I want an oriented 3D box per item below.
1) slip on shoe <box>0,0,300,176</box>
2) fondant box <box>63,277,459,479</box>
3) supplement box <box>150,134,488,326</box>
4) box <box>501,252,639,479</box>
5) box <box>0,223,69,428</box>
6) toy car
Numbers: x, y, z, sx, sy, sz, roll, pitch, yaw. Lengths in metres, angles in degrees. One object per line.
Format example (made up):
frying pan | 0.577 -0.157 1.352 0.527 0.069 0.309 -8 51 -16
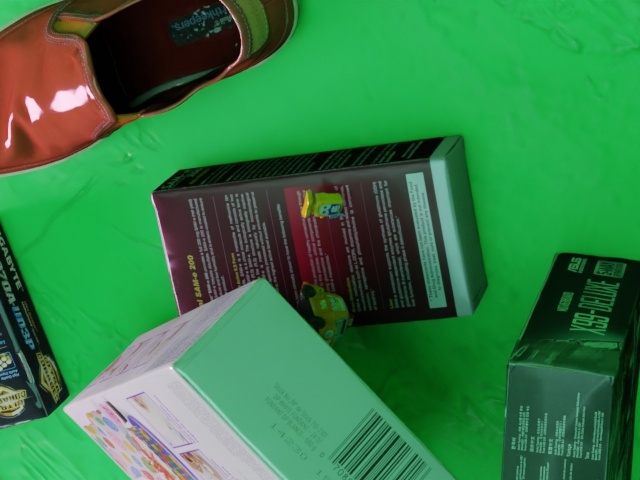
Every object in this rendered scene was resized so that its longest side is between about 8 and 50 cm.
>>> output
slip on shoe | -0.174 -0.133 1.401 0.331 0.101 0.123 -19 103 22
fondant box | -0.044 0.164 1.344 0.238 0.096 0.330 47 157 -7
supplement box | 0.000 0.000 1.407 0.239 0.073 0.130 -6 106 17
box | 0.184 0.192 1.325 0.076 0.242 0.307 6 109 14
box | -0.348 0.089 1.547 0.220 0.051 0.175 -16 102 20
toy car | 0.009 0.027 1.345 0.040 0.060 0.122 -2 120 -17
